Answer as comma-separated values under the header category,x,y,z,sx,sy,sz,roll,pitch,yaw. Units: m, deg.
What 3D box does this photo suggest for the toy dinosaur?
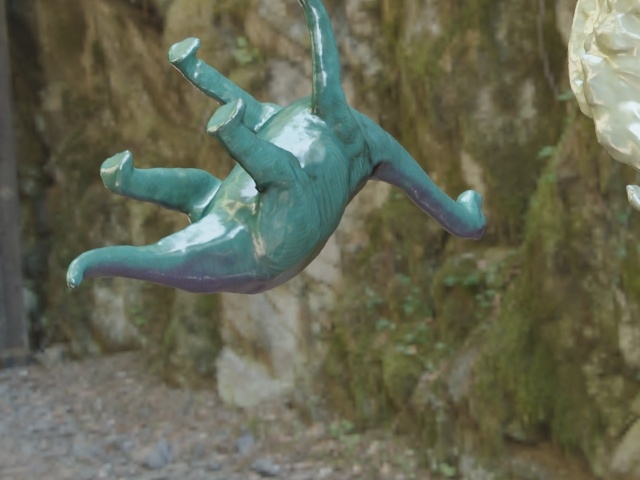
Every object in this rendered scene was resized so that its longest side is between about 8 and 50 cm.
category,x,y,z,sx,sy,sz,roll,pitch,yaw
toy dinosaur,0.000,0.000,0.940,0.129,0.331,0.384,-7,42,40

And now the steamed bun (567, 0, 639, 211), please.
category,x,y,z,sx,sy,sz,roll,pitch,yaw
steamed bun,0.293,-0.127,0.584,0.290,0.272,0.273,34,32,-14
